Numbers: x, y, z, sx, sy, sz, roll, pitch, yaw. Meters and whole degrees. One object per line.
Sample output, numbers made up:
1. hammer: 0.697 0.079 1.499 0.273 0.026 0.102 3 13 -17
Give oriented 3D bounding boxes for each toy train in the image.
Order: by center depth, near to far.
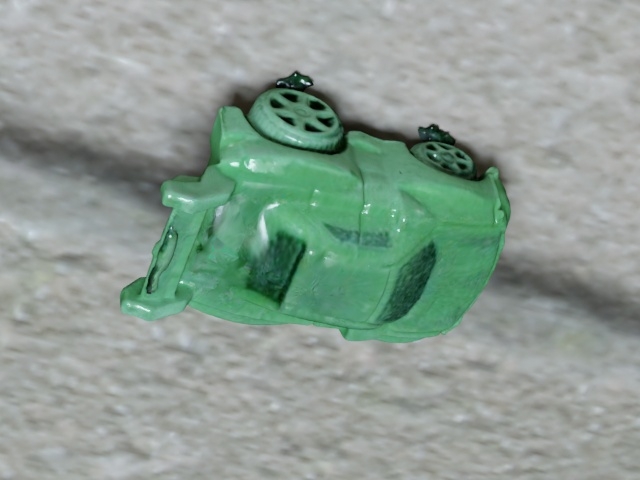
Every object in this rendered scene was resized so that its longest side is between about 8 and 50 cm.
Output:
1. toy train: 0.000 0.000 0.772 0.149 0.081 0.099 14 123 -16
